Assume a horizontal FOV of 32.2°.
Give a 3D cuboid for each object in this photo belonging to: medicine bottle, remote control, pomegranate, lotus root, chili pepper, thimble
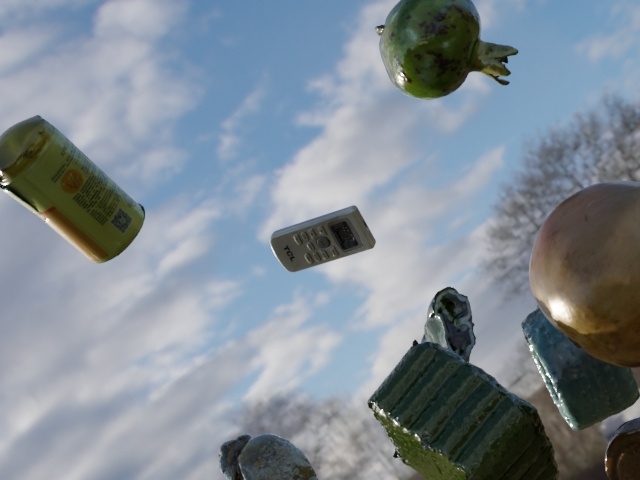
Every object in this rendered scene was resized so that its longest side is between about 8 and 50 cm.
[{"bbox_3d":[-0.378,-0.077,1.634,0.124,0.124,0.239,-42,-59,7],"label":"medicine bottle"},{"bbox_3d":[0.000,0.000,1.979,0.190,0.087,0.029,-17,25,29],"label":"remote control"},{"bbox_3d":[0.226,-0.351,2.009,0.211,0.263,0.211,18,-90,-84],"label":"pomegranate"},{"bbox_3d":[-0.061,0.521,2.176,0.175,0.349,0.175,-33,-18,-12],"label":"lotus root"},{"bbox_3d":[0.237,0.205,2.101,0.099,0.136,0.270,-23,-23,-15],"label":"chili pepper"},{"bbox_3d":[0.408,0.026,1.445,0.270,0.229,0.252,-55,16,-1],"label":"pomegranate"},{"bbox_3d":[0.464,0.212,1.993,0.143,0.235,0.198,-26,-14,3],"label":"thimble"}]

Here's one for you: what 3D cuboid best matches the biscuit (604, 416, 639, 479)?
[{"bbox_3d":[0.553,0.355,1.615,0.049,0.273,0.257,-63,-25,-47],"label":"biscuit"}]

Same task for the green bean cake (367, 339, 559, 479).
[{"bbox_3d":[0.219,0.294,1.648,0.156,0.247,0.250,-47,-41,-13],"label":"green bean cake"}]
